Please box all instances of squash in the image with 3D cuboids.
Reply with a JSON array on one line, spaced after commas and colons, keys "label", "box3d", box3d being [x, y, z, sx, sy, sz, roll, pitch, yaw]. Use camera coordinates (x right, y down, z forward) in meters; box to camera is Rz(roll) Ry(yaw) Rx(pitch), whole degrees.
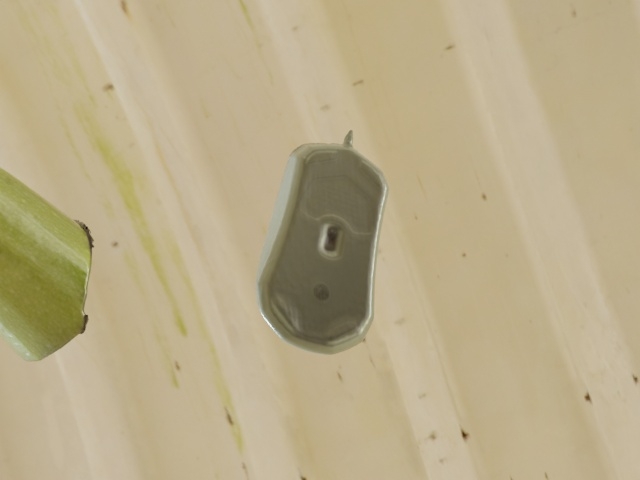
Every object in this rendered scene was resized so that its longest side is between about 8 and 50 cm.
[{"label": "squash", "box3d": [-0.313, -0.036, 0.764, 0.137, 0.287, 0.137, -32, -155, 17]}]

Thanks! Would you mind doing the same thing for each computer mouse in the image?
[{"label": "computer mouse", "box3d": [0.000, 0.000, 0.651, 0.056, 0.089, 0.182, -38, -143, 60]}]
